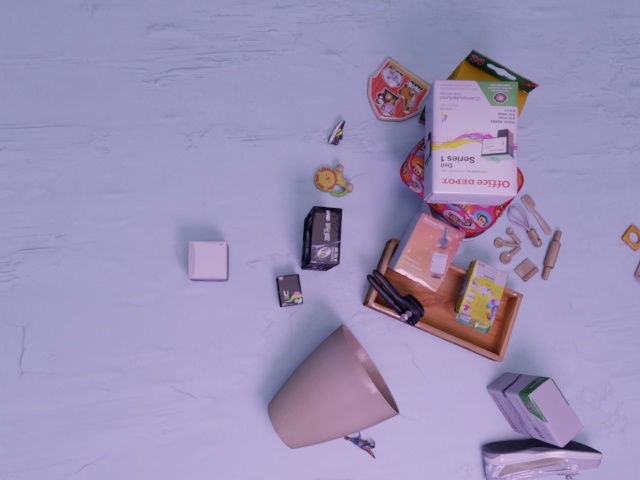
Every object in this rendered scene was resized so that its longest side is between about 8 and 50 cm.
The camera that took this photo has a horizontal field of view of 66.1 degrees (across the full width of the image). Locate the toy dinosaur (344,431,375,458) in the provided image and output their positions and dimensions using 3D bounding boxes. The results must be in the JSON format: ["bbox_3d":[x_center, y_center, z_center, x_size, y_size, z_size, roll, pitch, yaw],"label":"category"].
[{"bbox_3d":[0.104,0.546,1.313,0.082,0.047,0.090,-2,91,9],"label":"toy dinosaur"}]

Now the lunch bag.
[{"bbox_3d":[0.390,-0.188,1.326,0.293,0.120,0.258,41,77,1],"label":"lunch bag"}]

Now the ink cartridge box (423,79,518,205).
[{"bbox_3d":[0.362,-0.233,1.194,0.201,0.117,0.278,2,85,2],"label":"ink cartridge box"}]

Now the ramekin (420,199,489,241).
[{"bbox_3d":[0.390,-0.091,1.427,0.207,0.109,0.207,1,80,-8],"label":"ramekin"}]

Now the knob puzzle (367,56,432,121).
[{"bbox_3d":[0.230,-0.449,1.503,0.213,0.030,0.213,1,81,-9],"label":"knob puzzle"}]

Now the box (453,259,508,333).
[{"bbox_3d":[0.439,0.156,1.354,0.105,0.043,0.179,25,75,-4],"label":"box"}]

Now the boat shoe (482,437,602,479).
[{"bbox_3d":[0.605,0.608,1.344,0.320,0.118,0.103,-2,87,-5],"label":"boat shoe"}]

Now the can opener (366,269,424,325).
[{"bbox_3d":[0.196,0.154,1.317,0.186,0.073,0.059,40,116,3],"label":"can opener"}]

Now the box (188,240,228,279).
[{"bbox_3d":[-0.296,0.057,1.307,0.102,0.087,0.101,0,80,-9],"label":"box"}]

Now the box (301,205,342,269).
[{"bbox_3d":[0.000,0.000,1.315,0.077,0.180,0.147,5,81,-9],"label":"box"}]

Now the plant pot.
[{"bbox_3d":[0.014,0.395,1.237,0.274,0.256,0.256,-35,87,3],"label":"plant pot"}]

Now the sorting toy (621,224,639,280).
[{"bbox_3d":[1.100,0.080,1.539,0.347,0.047,0.196,31,77,-2],"label":"sorting toy"}]

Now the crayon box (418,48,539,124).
[{"bbox_3d":[0.426,-0.380,1.373,0.202,0.318,0.081,26,78,-3],"label":"crayon box"}]

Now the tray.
[{"bbox_3d":[0.347,0.169,1.396,0.411,0.076,0.203,23,78,-3],"label":"tray"}]

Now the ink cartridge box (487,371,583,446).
[{"bbox_3d":[0.564,0.443,1.315,0.087,0.208,0.153,-32,87,-15],"label":"ink cartridge box"}]

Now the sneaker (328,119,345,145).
[{"bbox_3d":[0.054,-0.318,1.457,0.035,0.031,0.083,33,81,-16],"label":"sneaker"}]

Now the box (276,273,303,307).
[{"bbox_3d":[-0.085,0.137,1.344,0.062,0.052,0.083,-7,81,-11],"label":"box"}]

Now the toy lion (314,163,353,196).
[{"bbox_3d":[0.035,-0.170,1.427,0.096,0.034,0.100,-27,86,-5],"label":"toy lion"}]

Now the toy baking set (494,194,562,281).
[{"bbox_3d":[0.638,-0.006,1.490,0.196,0.030,0.256,28,78,-3],"label":"toy baking set"}]

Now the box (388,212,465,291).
[{"bbox_3d":[0.279,0.028,1.307,0.130,0.091,0.170,26,92,-3],"label":"box"}]
